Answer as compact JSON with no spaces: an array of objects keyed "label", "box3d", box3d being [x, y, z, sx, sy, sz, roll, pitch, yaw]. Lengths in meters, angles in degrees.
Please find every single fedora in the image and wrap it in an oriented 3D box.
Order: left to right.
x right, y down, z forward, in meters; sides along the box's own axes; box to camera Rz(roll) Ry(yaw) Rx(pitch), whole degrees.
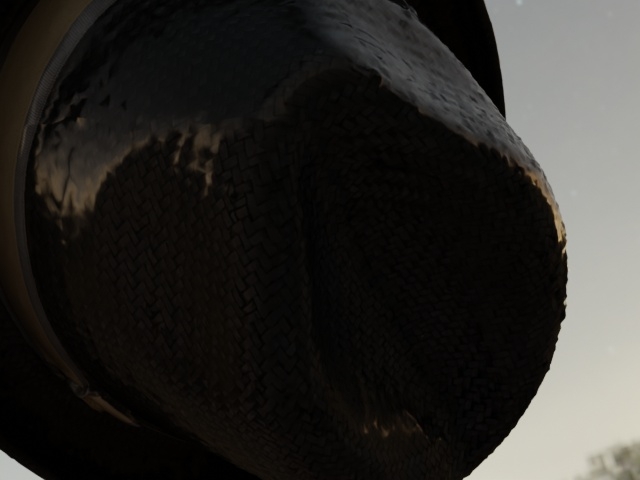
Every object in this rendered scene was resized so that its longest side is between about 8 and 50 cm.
[{"label":"fedora","box3d":[0.000,0.000,0.576,0.334,0.334,0.152,-4,24,-39]}]
